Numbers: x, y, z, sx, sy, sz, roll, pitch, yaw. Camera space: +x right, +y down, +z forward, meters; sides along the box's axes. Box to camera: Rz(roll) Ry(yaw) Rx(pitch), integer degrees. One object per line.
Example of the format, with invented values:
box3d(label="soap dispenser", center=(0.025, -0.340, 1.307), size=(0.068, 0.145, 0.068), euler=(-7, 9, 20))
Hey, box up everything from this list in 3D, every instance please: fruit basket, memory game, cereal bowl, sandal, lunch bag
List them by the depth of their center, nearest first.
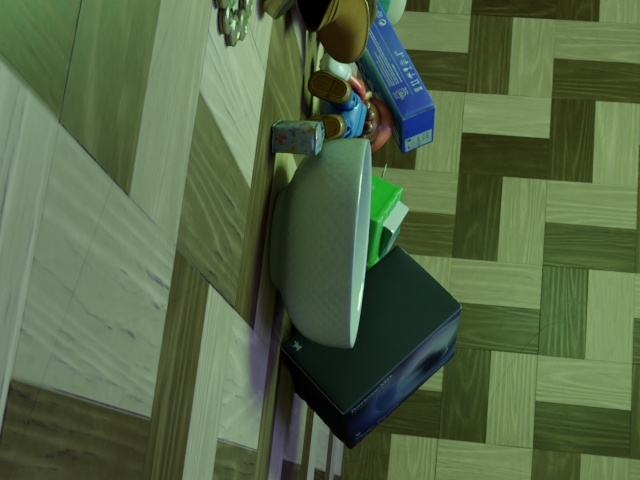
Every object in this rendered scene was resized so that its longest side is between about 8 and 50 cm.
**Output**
box3d(label="memory game", center=(-0.093, -0.310, 1.095), size=(0.186, 0.012, 0.186), euler=(5, 90, -83))
box3d(label="sandal", center=(-0.029, -0.391, 1.348), size=(0.088, 0.079, 0.240), euler=(-45, -174, 45))
box3d(label="lunch bag", center=(-0.033, -0.157, 1.478), size=(0.083, 0.071, 0.053), euler=(-69, 161, -71))
box3d(label="cereal bowl", center=(0.000, 0.000, 1.577), size=(0.339, 0.141, 0.339), euler=(5, 90, -83))
box3d(label="fruit basket", center=(0.055, 0.052, 1.957), size=(0.327, 0.165, 0.353), euler=(-51, 156, -60))

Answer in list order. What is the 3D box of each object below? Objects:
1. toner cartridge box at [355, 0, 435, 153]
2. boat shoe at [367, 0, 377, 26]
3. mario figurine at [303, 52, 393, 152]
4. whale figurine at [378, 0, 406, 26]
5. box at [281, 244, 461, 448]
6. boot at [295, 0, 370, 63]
box3d(label="toner cartridge box", center=(0.128, -0.366, 2.021), size=(0.165, 0.075, 0.348), euler=(80, -14, -69))
box3d(label="boat shoe", center=(0.032, -0.533, 1.708), size=(0.123, 0.123, 0.342), euler=(-126, -157, -51))
box3d(label="mario figurine", center=(0.021, -0.232, 1.876), size=(0.198, 0.170, 0.320), euler=(-45, 168, 9))
box3d(label="whale figurine", center=(0.102, -0.572, 2.265), size=(0.272, 0.141, 0.216), euler=(-173, -92, -72))
box3d(label="box", center=(0.100, 0.212, 1.854), size=(0.296, 0.183, 0.294), euler=(-41, 158, -12))
box3d(label="boot", center=(0.018, -0.380, 1.581), size=(0.220, 0.109, 0.283), euler=(-79, 169, -54))
